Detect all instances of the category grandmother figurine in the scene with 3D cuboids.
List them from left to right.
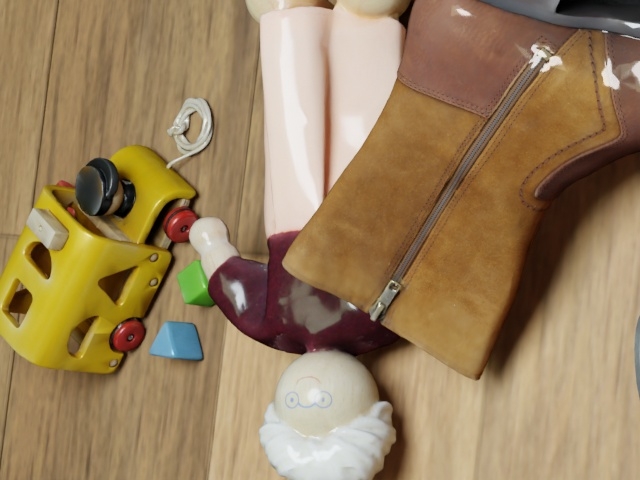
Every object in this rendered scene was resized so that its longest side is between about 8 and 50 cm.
[{"bbox_3d":[0.000,0.000,1.242,0.207,0.104,0.343,-10,76,36],"label":"grandmother figurine"}]

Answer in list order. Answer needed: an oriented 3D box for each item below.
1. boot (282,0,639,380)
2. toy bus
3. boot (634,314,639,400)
[{"bbox_3d":[0.139,-0.023,1.089,0.264,0.096,0.280,26,118,0],"label":"boot"},{"bbox_3d":[-0.175,0.002,1.406,0.191,0.104,0.202,-19,71,40],"label":"toy bus"},{"bbox_3d":[0.306,0.096,0.961,0.229,0.091,0.263,-38,63,27],"label":"boot"}]
